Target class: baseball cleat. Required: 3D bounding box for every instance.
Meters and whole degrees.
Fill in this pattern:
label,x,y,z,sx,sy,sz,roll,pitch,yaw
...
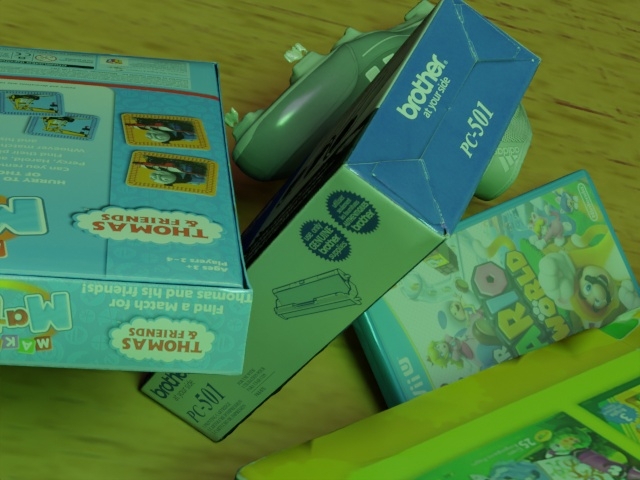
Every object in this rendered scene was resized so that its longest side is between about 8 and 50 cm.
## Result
label,x,y,z,sx,sy,sz,roll,pitch,yaw
baseball cleat,0.044,-0.057,0.664,0.109,0.072,0.206,48,41,5

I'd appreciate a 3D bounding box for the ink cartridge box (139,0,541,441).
label,x,y,z,sx,sy,sz,roll,pitch,yaw
ink cartridge box,0.000,0.000,0.544,0.046,0.207,0.097,36,53,-6

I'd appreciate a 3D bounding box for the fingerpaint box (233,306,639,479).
label,x,y,z,sx,sy,sz,roll,pitch,yaw
fingerpaint box,0.252,0.164,0.495,0.444,0.163,0.371,-18,34,-33

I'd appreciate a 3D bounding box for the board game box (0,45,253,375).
label,x,y,z,sx,sy,sz,roll,pitch,yaw
board game box,-0.114,-0.023,0.521,0.160,0.039,0.211,4,26,-9

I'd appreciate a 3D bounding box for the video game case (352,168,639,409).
label,x,y,z,sx,sy,sz,roll,pitch,yaw
video game case,0.095,0.043,0.669,0.166,0.015,0.119,-22,88,-34
